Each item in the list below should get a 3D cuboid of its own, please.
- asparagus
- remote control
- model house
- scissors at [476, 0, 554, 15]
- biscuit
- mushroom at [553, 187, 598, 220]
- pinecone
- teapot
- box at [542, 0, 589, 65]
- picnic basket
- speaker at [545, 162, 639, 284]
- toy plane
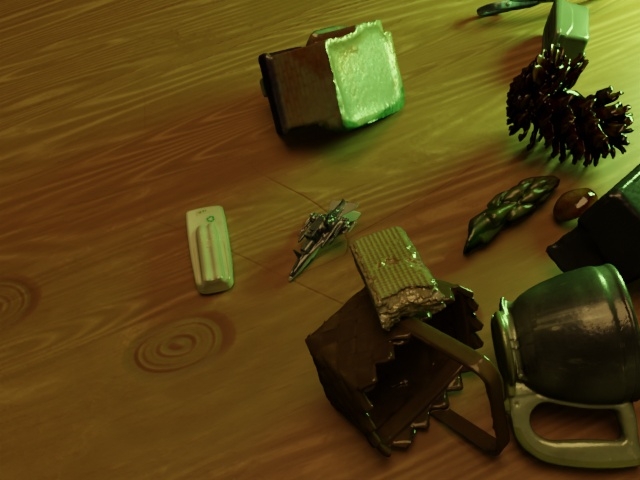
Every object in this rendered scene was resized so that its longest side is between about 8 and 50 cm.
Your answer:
[{"bbox_3d":[0.401,-0.070,1.600,0.287,0.080,0.080,-29,53,-15],"label":"asparagus"},{"bbox_3d":[-0.244,0.013,1.649,0.090,0.049,0.230,-12,50,-4],"label":"remote control"},{"bbox_3d":[0.006,-0.387,1.838,0.280,0.245,0.312,-5,17,39],"label":"model house"},{"bbox_3d":[0.628,-0.640,1.974,0.384,0.256,0.029,-8,95,-10],"label":"scissors"},{"bbox_3d":[0.124,0.056,1.271,0.108,0.061,0.239,-20,29,0],"label":"biscuit"},{"bbox_3d":[0.559,-0.074,1.582,0.130,0.072,0.088,7,17,9],"label":"mushroom"},{"bbox_3d":[0.552,-0.285,1.648,0.292,0.246,0.246,34,62,9],"label":"pinecone"},{"bbox_3d":[0.425,0.213,1.317,0.240,0.321,0.239,-10,15,9],"label":"teapot"},{"bbox_3d":[0.620,-0.518,1.896,0.093,0.124,0.172,12,55,4],"label":"box"},{"bbox_3d":[0.172,0.222,1.286,0.321,0.254,0.291,28,58,38],"label":"picnic basket"},{"bbox_3d":[0.651,-0.057,1.503,0.388,0.184,0.180,-33,81,-31],"label":"speaker"},{"bbox_3d":[-0.004,-0.015,1.617,0.234,0.082,0.160,-43,31,-24],"label":"toy plane"}]
